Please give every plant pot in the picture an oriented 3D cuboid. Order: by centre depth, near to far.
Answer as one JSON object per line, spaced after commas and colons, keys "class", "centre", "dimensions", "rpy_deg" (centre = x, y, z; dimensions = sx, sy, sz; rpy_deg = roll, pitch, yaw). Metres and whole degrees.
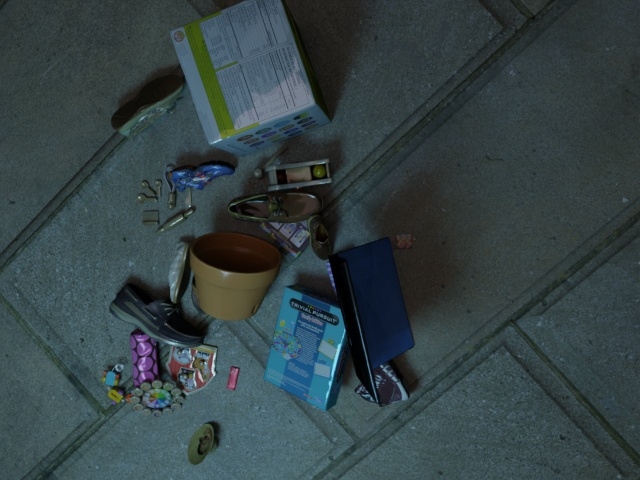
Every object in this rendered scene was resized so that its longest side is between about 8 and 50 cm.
{"class": "plant pot", "centre": [-0.283, 0.123, 1.693], "dimensions": [0.291, 0.291, 0.203], "rpy_deg": [15, 114, 7]}

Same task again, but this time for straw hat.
{"class": "straw hat", "centre": [-0.403, 0.730, 1.852], "dimensions": [0.144, 0.144, 0.061], "rpy_deg": [-47, 127, 9]}

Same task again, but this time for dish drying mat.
{"class": "dish drying mat", "centre": [-0.310, 0.488, 1.848], "dimensions": [0.032, 0.008, 0.083], "rpy_deg": [14, 97, 6]}

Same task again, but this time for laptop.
{"class": "laptop", "centre": [0.182, 0.203, 1.525], "dimensions": [0.236, 0.408, 0.381], "rpy_deg": [-14, 93, -6]}

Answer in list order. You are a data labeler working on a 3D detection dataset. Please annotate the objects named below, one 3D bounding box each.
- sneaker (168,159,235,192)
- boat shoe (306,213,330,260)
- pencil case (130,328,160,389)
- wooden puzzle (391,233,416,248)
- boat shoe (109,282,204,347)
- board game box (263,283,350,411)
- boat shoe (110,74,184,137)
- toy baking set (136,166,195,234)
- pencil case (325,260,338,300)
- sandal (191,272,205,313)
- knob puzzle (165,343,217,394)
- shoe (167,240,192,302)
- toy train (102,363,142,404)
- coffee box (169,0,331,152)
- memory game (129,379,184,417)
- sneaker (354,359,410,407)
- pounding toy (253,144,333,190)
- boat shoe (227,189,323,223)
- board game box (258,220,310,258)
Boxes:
{"class": "sneaker", "centre": [-0.395, -0.218, 1.769], "dimensions": [0.221, 0.083, 0.087], "rpy_deg": [-8, 112, 6]}
{"class": "boat shoe", "centre": [0.000, 0.000, 1.697], "dimensions": [0.064, 0.060, 0.178], "rpy_deg": [-24, 127, -13]}
{"class": "pencil case", "centre": [-0.616, 0.418, 1.848], "dimensions": [0.098, 0.095, 0.209], "rpy_deg": [-4, 97, -9]}
{"class": "wooden puzzle", "centre": [0.275, 0.002, 1.722], "dimensions": [0.083, 0.006, 0.049], "rpy_deg": [-3, 94, 9]}
{"class": "boat shoe", "centre": [-0.557, 0.256, 1.802], "dimensions": [0.355, 0.132, 0.130], "rpy_deg": [24, 96, 5]}
{"class": "board game box", "centre": [-0.032, 0.344, 1.711], "dimensions": [0.254, 0.079, 0.336], "rpy_deg": [19, 100, 28]}
{"class": "boat shoe", "centre": [-0.575, -0.456, 1.775], "dimensions": [0.285, 0.089, 0.104], "rpy_deg": [-31, 64, 7]}
{"class": "toy baking set", "centre": [-0.530, -0.143, 1.814], "dimensions": [0.256, 0.030, 0.196], "rpy_deg": [-26, 91, 9]}
{"class": "pencil case", "centre": [0.085, 0.151, 1.720], "dimensions": [0.088, 0.086, 0.206], "rpy_deg": [-18, 93, 35]}
{"class": "sandal", "centre": [-0.406, 0.147, 1.806], "dimensions": [0.090, 0.060, 0.219], "rpy_deg": [9, 96, 8]}
{"class": "knob puzzle", "centre": [-0.464, 0.460, 1.857], "dimensions": [0.213, 0.030, 0.213], "rpy_deg": [1, 95, 8]}
{"class": "shoe", "centre": [-0.489, 0.107, 1.810], "dimensions": [0.058, 0.076, 0.219], "rpy_deg": [13, 89, 10]}
{"class": "toy train", "centre": [-0.714, 0.525, 1.893], "dimensions": [0.125, 0.046, 0.166], "rpy_deg": [-26, 94, 8]}
{"class": "coffee box", "centre": [-0.189, -0.481, 1.580], "dimensions": [0.334, 0.337, 0.338], "rpy_deg": [-19, 91, 9]}
{"class": "memory game", "centre": [-0.577, 0.561, 1.845], "dimensions": [0.186, 0.012, 0.186], "rpy_deg": [-5, 122, -8]}
{"class": "sneaker", "centre": [0.164, 0.434, 1.728], "dimensions": [0.163, 0.106, 0.281], "rpy_deg": [-31, 91, 13]}
{"class": "pounding toy", "centre": [-0.099, -0.240, 1.681], "dimensions": [0.270, 0.154, 0.154], "rpy_deg": [-7, 94, 8]}
{"class": "boat shoe", "centre": [-0.145, -0.101, 1.676], "dimensions": [0.307, 0.104, 0.110], "rpy_deg": [-7, 91, 8]}
{"class": "board game box", "centre": [-0.099, -0.047, 1.751], "dimensions": [0.170, 0.048, 0.141], "rpy_deg": [41, 97, 3]}
